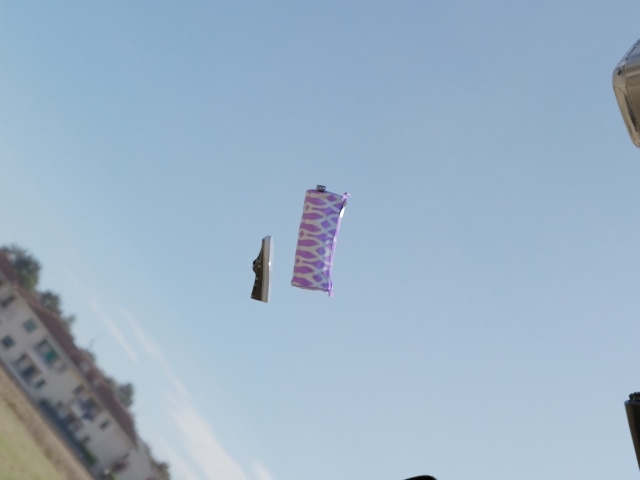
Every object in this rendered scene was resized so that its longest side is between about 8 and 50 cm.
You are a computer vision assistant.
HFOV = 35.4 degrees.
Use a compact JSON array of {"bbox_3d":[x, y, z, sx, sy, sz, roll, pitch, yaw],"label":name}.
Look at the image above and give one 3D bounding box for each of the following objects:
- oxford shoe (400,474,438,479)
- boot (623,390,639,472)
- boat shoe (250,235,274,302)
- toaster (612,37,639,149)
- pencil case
[{"bbox_3d":[0.051,0.349,1.234,0.083,0.227,0.096,48,-23,38],"label":"oxford shoe"},{"bbox_3d":[0.505,0.275,1.229,0.094,0.247,0.207,28,59,-82],"label":"boot"},{"bbox_3d":[-0.117,0.057,2.004,0.049,0.040,0.142,-67,163,-71],"label":"boat shoe"},{"bbox_3d":[0.397,-0.165,1.007,0.146,0.227,0.129,-9,-66,46],"label":"toaster"},{"bbox_3d":[0.000,0.000,1.920,0.088,0.206,0.086,10,0,14],"label":"pencil case"}]
